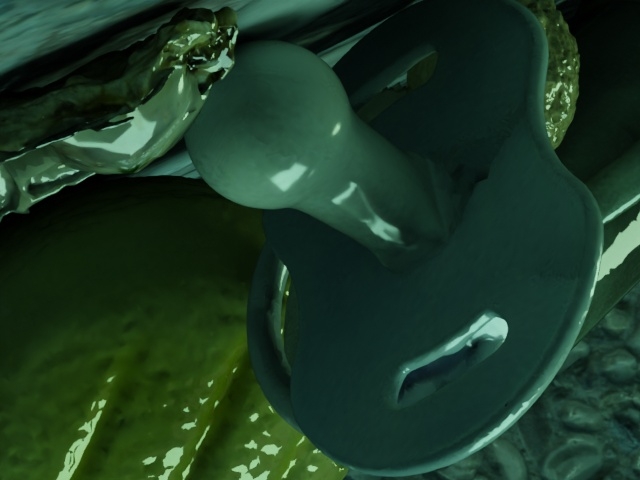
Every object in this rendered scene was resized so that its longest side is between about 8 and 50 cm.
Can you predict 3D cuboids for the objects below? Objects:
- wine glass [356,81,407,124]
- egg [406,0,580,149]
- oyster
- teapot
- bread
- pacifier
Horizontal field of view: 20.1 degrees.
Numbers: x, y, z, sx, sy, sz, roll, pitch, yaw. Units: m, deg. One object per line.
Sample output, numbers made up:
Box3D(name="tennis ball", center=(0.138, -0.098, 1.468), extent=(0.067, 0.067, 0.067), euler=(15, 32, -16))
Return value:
Box3D(name="wine glass", center=(0.003, -0.004, 1.557), extent=(0.190, 0.190, 0.357), euler=(-24, 175, -34))
Box3D(name="egg", center=(0.112, -0.101, 1.143), extent=(0.118, 0.116, 0.140), euler=(-42, -159, 22))
Box3D(name="oyster", center=(-0.106, -0.046, 0.763), extent=(0.166, 0.053, 0.108), euler=(-18, 160, 0))
Box3D(name="teapot", center=(0.180, -0.037, 1.267), extent=(0.337, 0.200, 0.270), euler=(-41, -174, -27))
Box3D(name="bread", center=(-0.118, 0.108, 1.200), extent=(0.321, 0.320, 0.237), euler=(-25, -161, 3))
Box3D(name="pacifier", center=(0.013, -0.023, 0.964), extent=(0.244, 0.299, 0.233), euler=(-33, 135, 24))
